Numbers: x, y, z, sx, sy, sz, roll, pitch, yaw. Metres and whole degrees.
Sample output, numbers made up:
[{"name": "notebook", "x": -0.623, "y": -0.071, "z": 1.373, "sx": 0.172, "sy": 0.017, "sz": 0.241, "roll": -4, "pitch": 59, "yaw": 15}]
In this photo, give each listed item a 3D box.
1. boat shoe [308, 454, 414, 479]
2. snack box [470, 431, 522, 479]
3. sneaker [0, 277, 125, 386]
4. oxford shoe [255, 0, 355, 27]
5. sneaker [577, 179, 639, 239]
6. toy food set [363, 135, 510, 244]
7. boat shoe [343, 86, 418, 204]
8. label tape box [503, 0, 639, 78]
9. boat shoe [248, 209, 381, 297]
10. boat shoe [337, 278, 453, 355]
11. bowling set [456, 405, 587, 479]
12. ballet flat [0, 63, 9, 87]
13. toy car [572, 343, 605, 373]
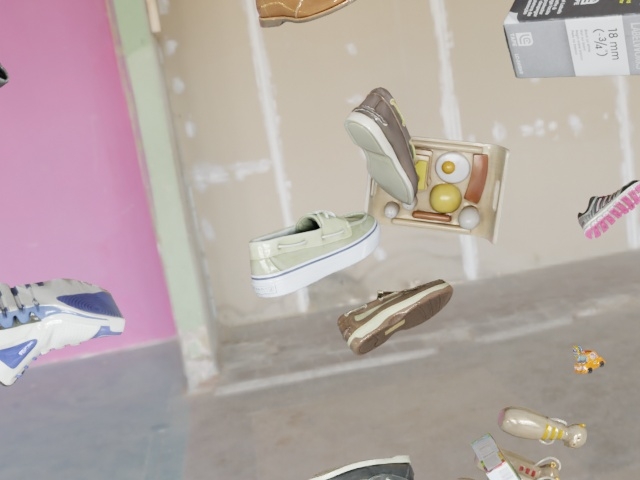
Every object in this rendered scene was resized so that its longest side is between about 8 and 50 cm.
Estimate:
[{"name": "boat shoe", "x": 0.076, "y": 0.393, "z": 1.323, "sx": 0.084, "sy": 0.079, "sz": 0.233, "roll": -27, "pitch": -27, "yaw": 36}, {"name": "snack box", "x": 0.280, "y": 0.362, "z": 1.203, "sx": 0.037, "sy": 0.141, "sz": 0.100, "roll": -33, "pitch": 11, "yaw": 5}, {"name": "sneaker", "x": -0.556, "y": 0.179, "z": 1.588, "sx": 0.316, "sy": 0.182, "sz": 0.127, "roll": 4, "pitch": 30, "yaw": -33}, {"name": "oxford shoe", "x": -0.028, "y": -0.408, "z": 1.375, "sx": 0.212, "sy": 0.076, "sz": 0.076, "roll": 2, "pitch": 32, "yaw": 34}, {"name": "sneaker", "x": 0.645, "y": -0.082, "z": 1.843, "sx": 0.170, "sy": 0.063, "sz": 0.074, "roll": -45, "pitch": 41, "yaw": 15}, {"name": "toy food set", "x": 0.256, "y": -0.114, "z": 1.848, "sx": 0.306, "sy": 0.219, "sz": 0.092, "roll": 7, "pitch": 19, "yaw": 9}, {"name": "boat shoe", "x": 0.146, "y": -0.185, "z": 1.690, "sx": 0.117, "sy": 0.324, "sz": 0.096, "roll": 25, "pitch": 74, "yaw": 33}, {"name": "label tape box", "x": 0.446, "y": -0.332, "z": 1.102, "sx": 0.334, "sy": 0.106, "sz": 0.240, "roll": 5, "pitch": 50, "yaw": 32}, {"name": "boat shoe", "x": 0.000, "y": 0.000, "z": 1.339, "sx": 0.109, "sy": 0.094, "sz": 0.302, "roll": 2, "pitch": 20, "yaw": 37}, {"name": "boat shoe", "x": 0.148, "y": 0.129, "z": 1.653, "sx": 0.257, "sy": 0.095, "sz": 0.095, "roll": -24, "pitch": 55, "yaw": -26}, {"name": "bowling set", "x": 0.343, "y": 0.444, "z": 1.411, "sx": 0.154, "sy": 0.287, "sz": 0.200, "roll": 15, "pitch": 42, "yaw": -3}, {"name": "ballet flat", "x": -0.422, "y": -0.259, "z": 0.971, "sx": 0.049, "sy": 0.173, "sz": 0.057, "roll": -9, "pitch": 31, "yaw": 19}, {"name": "toy car", "x": 0.496, "y": 0.225, "z": 1.579, "sx": 0.060, "sy": 0.040, "sz": 0.122, "roll": -19, "pitch": 3, "yaw": -8}]
